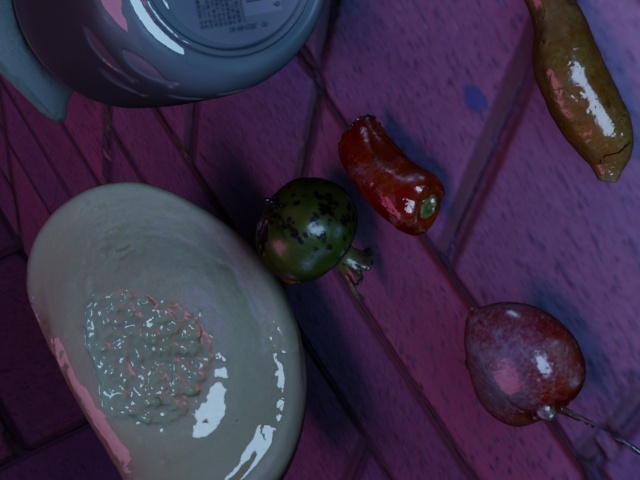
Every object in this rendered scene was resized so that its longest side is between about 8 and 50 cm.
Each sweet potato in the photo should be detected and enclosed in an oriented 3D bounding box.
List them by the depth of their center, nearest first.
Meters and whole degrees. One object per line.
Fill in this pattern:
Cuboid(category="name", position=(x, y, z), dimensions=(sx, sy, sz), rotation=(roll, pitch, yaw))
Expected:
Cuboid(category="sweet potato", position=(0.179, -0.133, 1.001), dimensions=(0.195, 0.056, 0.056), rotation=(70, 160, -1))

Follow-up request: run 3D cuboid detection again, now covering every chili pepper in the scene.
Cuboid(category="chili pepper", position=(0.068, -0.060, 1.334), dimensions=(0.123, 0.070, 0.073), rotation=(51, 139, 38))

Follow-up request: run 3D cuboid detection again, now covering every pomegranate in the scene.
Cuboid(category="pomegranate", position=(0.000, 0.000, 1.520), dimensions=(0.161, 0.122, 0.122), rotation=(40, 163, -12))

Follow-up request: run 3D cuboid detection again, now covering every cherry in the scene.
Cuboid(category="cherry", position=(0.206, 0.145, 1.207), dimensions=(0.225, 0.090, 0.107), rotation=(52, 125, 13))

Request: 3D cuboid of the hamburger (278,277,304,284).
Cuboid(category="hamburger", position=(-0.042, 0.016, 1.722), dimensions=(0.076, 0.044, 0.083), rotation=(5, 116, 66))

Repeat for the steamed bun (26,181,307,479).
Cuboid(category="steamed bun", position=(-0.177, 0.142, 1.841), dimensions=(0.456, 0.290, 0.371), rotation=(59, 174, 8))

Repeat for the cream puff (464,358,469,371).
Cuboid(category="cream puff", position=(0.176, 0.119, 1.303), dimensions=(0.058, 0.083, 0.083), rotation=(24, 173, -38))

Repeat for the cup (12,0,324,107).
Cuboid(category="cup", position=(-0.185, -0.272, 1.320), dimensions=(0.274, 0.356, 0.259), rotation=(9, 86, 62))

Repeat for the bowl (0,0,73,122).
Cuboid(category="bowl", position=(-0.359, -0.360, 1.564), dimensions=(0.435, 0.196, 0.435), rotation=(51, 180, 0))
